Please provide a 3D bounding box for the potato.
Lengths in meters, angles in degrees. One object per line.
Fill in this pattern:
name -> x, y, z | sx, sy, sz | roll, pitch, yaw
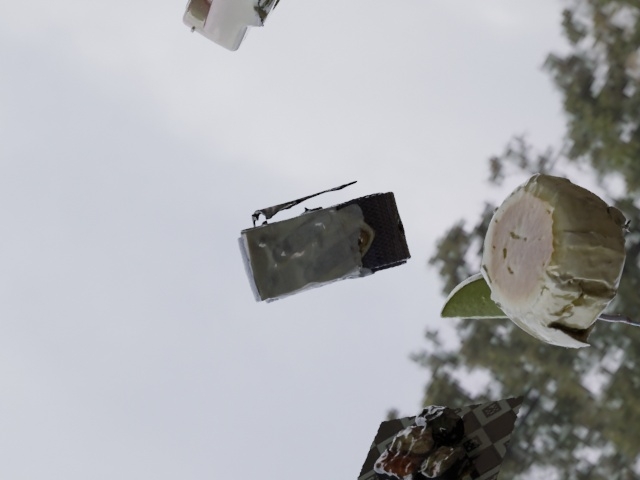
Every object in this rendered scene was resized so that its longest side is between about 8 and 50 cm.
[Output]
potato -> 0.244, 0.079, 2.211 | 0.120, 0.081, 0.149 | 1, 179, 3

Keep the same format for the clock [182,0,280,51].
clock -> -0.057, -0.424, 1.890 | 0.114, 0.284, 0.309 | 29, -113, -2

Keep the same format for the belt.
belt -> 0.000, 0.000, 1.889 | 0.139, 0.230, 0.126 | -13, -93, -65

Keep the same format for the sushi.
sushi -> 0.135, 0.281, 1.898 | 0.047, 0.231, 0.219 | 59, -145, -24

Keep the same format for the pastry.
pastry -> 0.221, 0.018, 1.362 | 0.088, 0.166, 0.166 | 13, -146, -26

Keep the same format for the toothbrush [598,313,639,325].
toothbrush -> 0.404, 0.104, 1.976 | 0.193, 0.013, 0.019 | 8, -104, -35
